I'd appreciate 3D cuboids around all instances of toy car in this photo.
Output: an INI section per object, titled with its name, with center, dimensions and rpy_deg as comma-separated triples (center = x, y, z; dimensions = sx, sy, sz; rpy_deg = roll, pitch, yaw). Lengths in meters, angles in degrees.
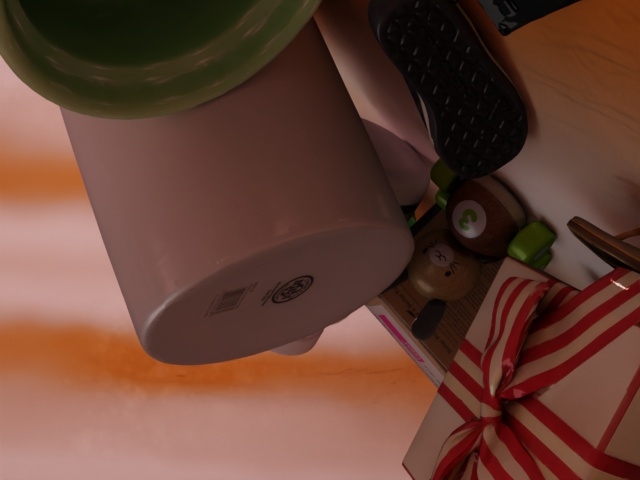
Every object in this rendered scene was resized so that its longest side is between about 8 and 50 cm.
[toy car]
center = 0.149, 0.019, 0.951
dimensions = 0.155, 0.188, 0.149
rpy_deg = 47, 177, 22

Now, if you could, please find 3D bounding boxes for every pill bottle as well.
[pill bottle]
center = 0.000, 0.000, 1.168
dimensions = 0.188, 0.334, 0.188
rpy_deg = 22, -151, -13

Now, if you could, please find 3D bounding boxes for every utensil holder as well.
[utensil holder]
center = -0.106, -0.098, 0.914
dimensions = 0.385, 0.327, 0.327
rpy_deg = 66, -176, 22

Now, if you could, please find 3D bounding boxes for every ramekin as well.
[ramekin]
center = -0.140, -0.259, 0.655
dimensions = 0.148, 0.303, 0.303
rpy_deg = 55, 180, 26

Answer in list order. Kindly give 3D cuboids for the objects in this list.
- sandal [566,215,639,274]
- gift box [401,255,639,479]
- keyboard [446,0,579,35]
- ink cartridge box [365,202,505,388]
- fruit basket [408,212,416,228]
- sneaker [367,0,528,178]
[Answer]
[sandal]
center = 0.271, 0.017, 0.603
dimensions = 0.180, 0.049, 0.072
rpy_deg = 26, 175, 39
[gift box]
center = 0.238, 0.165, 0.656
dimensions = 0.258, 0.255, 0.276
rpy_deg = 23, -179, -18
[keyboard]
center = 0.085, -0.218, 0.503
dimensions = 0.192, 0.038, 0.100
rpy_deg = 50, 153, -17
[ink cartridge box]
center = 0.189, 0.084, 1.085
dimensions = 0.235, 0.193, 0.088
rpy_deg = 49, 164, -6
[fruit basket]
center = 0.036, -0.135, 1.407
dimensions = 0.327, 0.165, 0.353
rpy_deg = 50, -168, -26
[sneaker]
center = 0.108, -0.153, 0.689
dimensions = 0.235, 0.084, 0.097
rpy_deg = 53, -161, -43
